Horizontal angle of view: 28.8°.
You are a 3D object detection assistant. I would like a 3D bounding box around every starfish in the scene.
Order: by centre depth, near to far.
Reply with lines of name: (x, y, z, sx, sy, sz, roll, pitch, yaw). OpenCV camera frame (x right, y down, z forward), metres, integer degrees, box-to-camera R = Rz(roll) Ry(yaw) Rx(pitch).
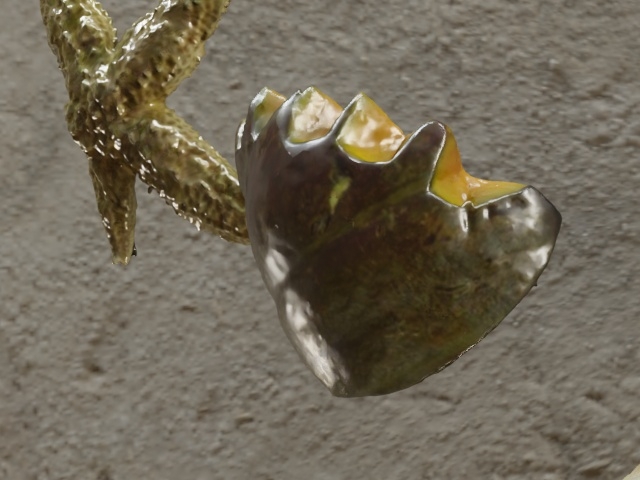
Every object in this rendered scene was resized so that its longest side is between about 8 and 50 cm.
starfish: (-0.173, -0.189, 1.291, 0.324, 0.082, 0.432, -15, 83, 31)

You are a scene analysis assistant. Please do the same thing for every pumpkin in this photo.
pumpkin: (0.000, 0.000, 0.768, 0.254, 0.130, 0.149, 7, 62, 52)

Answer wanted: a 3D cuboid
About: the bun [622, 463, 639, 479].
bun: (0.203, 0.194, 0.398, 0.299, 0.299, 0.165, 0, 51, 37)
